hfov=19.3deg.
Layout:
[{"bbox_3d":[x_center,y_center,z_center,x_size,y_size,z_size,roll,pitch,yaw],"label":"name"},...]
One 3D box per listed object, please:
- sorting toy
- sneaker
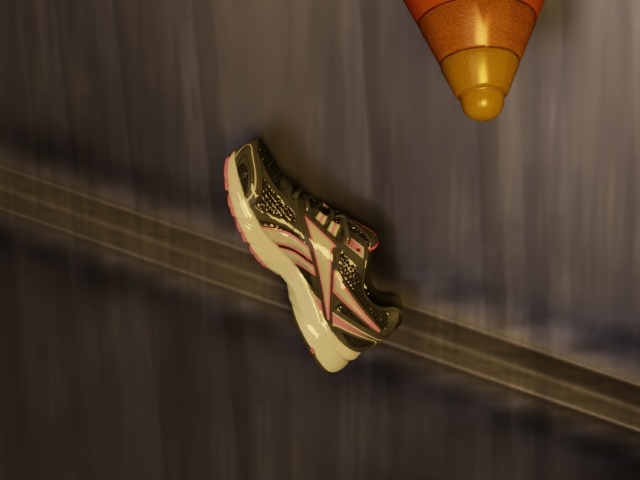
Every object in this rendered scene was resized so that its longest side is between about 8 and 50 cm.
[{"bbox_3d":[0.176,-0.166,1.086,0.365,0.127,0.126,-22,63,47],"label":"sorting toy"},{"bbox_3d":[0.000,0.000,1.329,0.077,0.072,0.178,-26,106,15],"label":"sneaker"}]
